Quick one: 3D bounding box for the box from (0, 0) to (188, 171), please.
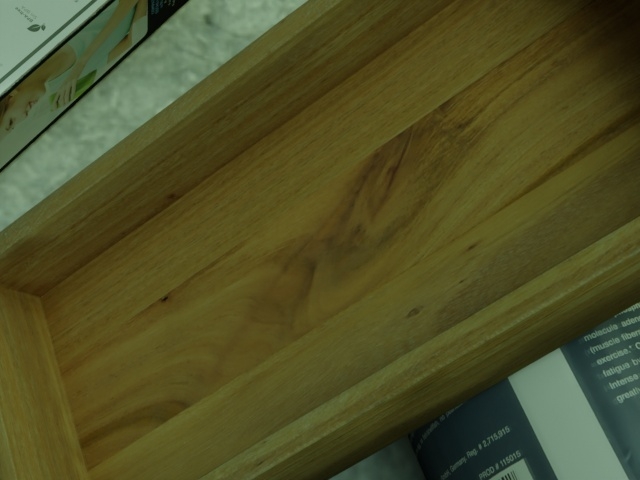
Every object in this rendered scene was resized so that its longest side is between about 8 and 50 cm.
[{"bbox_3d":[-0.227,-0.160,0.632,0.169,0.087,0.290,38,67,5],"label":"box"}]

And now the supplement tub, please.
[{"bbox_3d":[0.134,0.070,0.538,0.191,0.191,0.272,-14,62,-15],"label":"supplement tub"}]

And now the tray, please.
[{"bbox_3d":[0.000,0.000,0.480,0.411,0.076,0.202,-33,61,16],"label":"tray"}]
